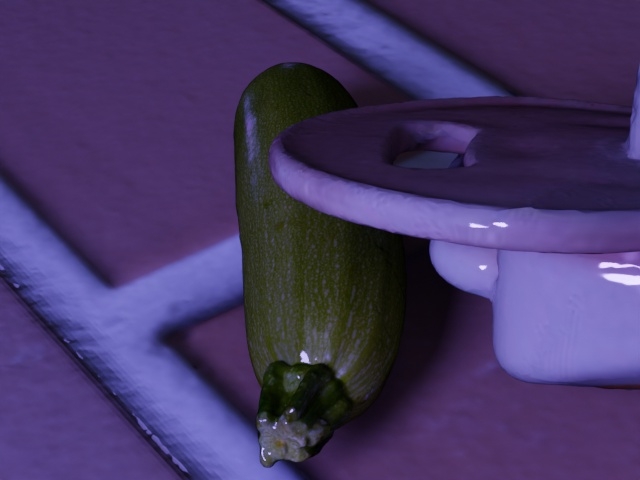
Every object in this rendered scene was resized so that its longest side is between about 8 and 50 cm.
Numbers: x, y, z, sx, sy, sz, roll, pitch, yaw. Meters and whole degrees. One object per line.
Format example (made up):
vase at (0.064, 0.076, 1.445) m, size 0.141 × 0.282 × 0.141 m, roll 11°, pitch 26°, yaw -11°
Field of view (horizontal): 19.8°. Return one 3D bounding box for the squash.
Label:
squash at (0.000, 0.000, 0.742) m, size 0.066 × 0.066 × 0.252 m, roll -7°, pitch 36°, yaw 0°

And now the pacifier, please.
pacifier at (0.147, -0.047, 0.652) m, size 0.332 × 0.273 × 0.220 m, roll 2°, pitch 50°, yaw 6°
